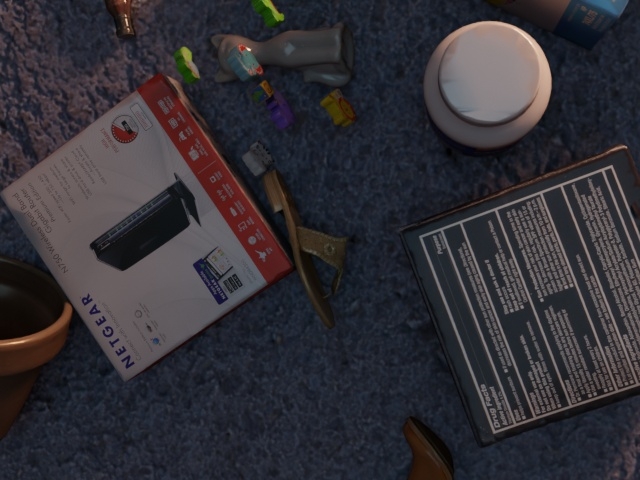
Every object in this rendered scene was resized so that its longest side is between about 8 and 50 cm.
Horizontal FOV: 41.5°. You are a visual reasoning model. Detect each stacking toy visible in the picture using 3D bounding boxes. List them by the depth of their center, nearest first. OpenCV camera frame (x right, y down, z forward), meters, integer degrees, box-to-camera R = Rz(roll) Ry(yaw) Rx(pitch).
[{"bbox_3d":[-0.079,-0.213,1.157,0.167,0.052,0.221,-29,105,29],"label":"stacking toy"}]

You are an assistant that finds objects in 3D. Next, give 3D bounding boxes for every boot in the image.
[{"bbox_3d":[0.129,0.362,1.192,0.152,0.073,0.197,-33,85,12],"label":"boot"}]

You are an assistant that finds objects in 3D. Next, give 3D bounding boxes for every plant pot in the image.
[{"bbox_3d":[-0.508,0.171,1.204,0.263,0.263,0.229,21,112,7],"label":"plant pot"}]

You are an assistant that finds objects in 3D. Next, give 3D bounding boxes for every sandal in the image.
[{"bbox_3d":[-0.001,0.000,1.187,0.079,0.088,0.239,-25,83,9],"label":"sandal"}]

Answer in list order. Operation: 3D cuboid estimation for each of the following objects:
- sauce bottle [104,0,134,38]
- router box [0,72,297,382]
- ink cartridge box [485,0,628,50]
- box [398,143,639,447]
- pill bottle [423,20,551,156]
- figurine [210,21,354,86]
[{"bbox_3d":[-0.299,-0.362,1.239,0.042,0.042,0.128,-10,92,9],"label":"sauce bottle"},{"bbox_3d":[-0.244,-0.016,1.223,0.301,0.082,0.335,-35,87,8],"label":"router box"},{"bbox_3d":[0.283,-0.403,1.073,0.270,0.197,0.198,27,95,7],"label":"ink cartridge box"},{"bbox_3d":[0.290,0.069,1.098,0.294,0.183,0.296,-20,88,7],"label":"box"},{"bbox_3d":[0.206,-0.186,1.056,0.153,0.272,0.152,0,93,9],"label":"pill bottle"},{"bbox_3d":[-0.061,-0.324,1.191,0.210,0.092,0.214,1,93,16],"label":"figurine"}]
